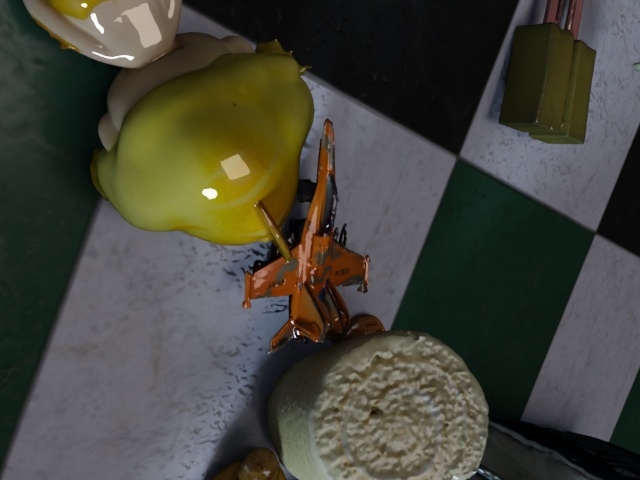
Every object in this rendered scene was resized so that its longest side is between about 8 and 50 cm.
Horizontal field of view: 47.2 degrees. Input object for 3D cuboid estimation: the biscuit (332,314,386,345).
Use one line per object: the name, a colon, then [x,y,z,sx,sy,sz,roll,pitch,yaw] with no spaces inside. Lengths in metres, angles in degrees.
biscuit: [0.038,0.116,0.709,0.078,0.015,0.091,-45,132,-21]

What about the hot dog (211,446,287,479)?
hot dog: [-0.062,0.236,0.632,0.090,0.060,0.140,6,100,-49]

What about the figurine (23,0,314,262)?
figurine: [-0.084,-0.091,0.436,0.156,0.131,0.246,-35,118,-4]

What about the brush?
brush: [0.244,-0.222,0.747,0.103,0.047,0.233,7,92,-45]

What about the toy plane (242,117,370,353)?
toy plane: [-0.008,-0.002,0.592,0.135,0.062,0.188,-8,98,-42]

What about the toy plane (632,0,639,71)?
toy plane: [0.295,-0.281,0.709,0.108,0.092,0.286,-48,123,-5]

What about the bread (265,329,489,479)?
bread: [0.041,0.146,0.610,0.148,0.141,0.134,0,78,-19]

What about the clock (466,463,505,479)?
clock: [0.084,0.334,0.693,0.280,0.281,0.055,-58,179,-8]

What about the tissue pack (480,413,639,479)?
tissue pack: [0.317,0.375,0.912,0.416,0.264,0.253,21,88,-48]
